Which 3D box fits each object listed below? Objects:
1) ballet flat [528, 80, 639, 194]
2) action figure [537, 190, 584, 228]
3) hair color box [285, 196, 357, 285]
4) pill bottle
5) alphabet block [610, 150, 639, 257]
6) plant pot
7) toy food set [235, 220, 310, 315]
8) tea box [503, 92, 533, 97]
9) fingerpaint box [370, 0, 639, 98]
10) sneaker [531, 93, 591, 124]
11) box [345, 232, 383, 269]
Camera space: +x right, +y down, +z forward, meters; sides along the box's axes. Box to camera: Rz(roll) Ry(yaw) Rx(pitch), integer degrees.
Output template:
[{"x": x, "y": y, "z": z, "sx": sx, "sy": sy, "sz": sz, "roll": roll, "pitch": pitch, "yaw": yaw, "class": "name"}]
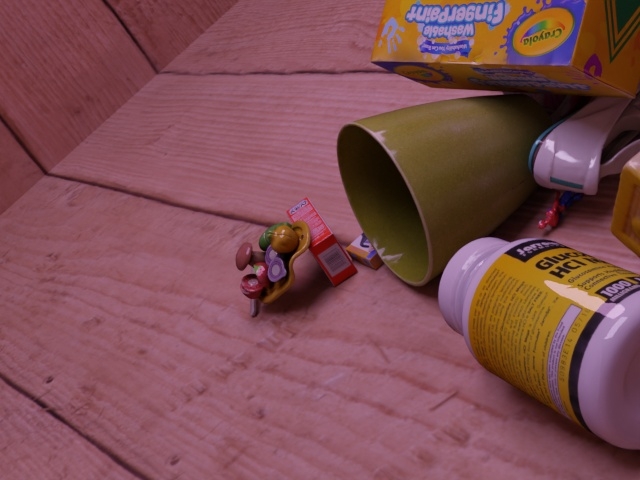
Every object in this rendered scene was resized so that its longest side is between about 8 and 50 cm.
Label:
[{"x": 0.483, "y": -0.194, "z": 1.575, "sx": 0.400, "sy": 0.139, "sz": 0.139, "roll": -41, "pitch": 29, "yaw": -25, "class": "ballet flat"}, {"x": 0.370, "y": -0.057, "z": 1.569, "sx": 0.030, "sy": 0.038, "sz": 0.115, "roll": 30, "pitch": 65, "yaw": 34, "class": "action figure"}, {"x": 0.000, "y": 0.000, "z": 1.806, "sx": 0.053, "sy": 0.093, "sz": 0.167, "roll": -34, "pitch": 29, "yaw": 2, "class": "hair color box"}, {"x": 0.294, "y": 0.104, "z": 1.253, "sx": 0.188, "sy": 0.188, "sz": 0.334, "roll": -42, "pitch": 30, "yaw": -12, "class": "pill bottle"}, {"x": 0.488, "y": -0.050, "z": 1.219, "sx": 0.197, "sy": 0.193, "sz": 0.192, "roll": -41, "pitch": 63, "yaw": -9, "class": "alphabet block"}, {"x": 0.220, "y": -0.112, "z": 1.618, "sx": 0.294, "sy": 0.274, "sz": 0.275, "roll": -25, "pitch": 26, "yaw": -16, "class": "plant pot"}, {"x": -0.100, "y": 0.038, "z": 1.771, "sx": 0.218, "sy": 0.071, "sz": 0.128, "roll": -42, "pitch": 36, "yaw": 47, "class": "toy food set"}, {"x": 0.447, "y": -0.471, "z": 1.848, "sx": 0.329, "sy": 0.220, "sz": 0.323, "roll": -24, "pitch": 29, "yaw": 45, "class": "tea box"}, {"x": 0.313, "y": -0.424, "z": 1.589, "sx": 0.445, "sy": 0.163, "sz": 0.371, "roll": 14, "pitch": 89, "yaw": 53, "class": "fingerpaint box"}, {"x": 0.401, "y": -0.273, "z": 1.699, "sx": 0.103, "sy": 0.111, "sz": 0.252, "roll": -31, "pitch": -14, "yaw": -42, "class": "sneaker"}, {"x": 0.116, "y": -0.012, "z": 1.772, "sx": 0.136, "sy": 0.028, "sz": 0.081, "roll": -44, "pitch": 30, "yaw": -13, "class": "box"}]
